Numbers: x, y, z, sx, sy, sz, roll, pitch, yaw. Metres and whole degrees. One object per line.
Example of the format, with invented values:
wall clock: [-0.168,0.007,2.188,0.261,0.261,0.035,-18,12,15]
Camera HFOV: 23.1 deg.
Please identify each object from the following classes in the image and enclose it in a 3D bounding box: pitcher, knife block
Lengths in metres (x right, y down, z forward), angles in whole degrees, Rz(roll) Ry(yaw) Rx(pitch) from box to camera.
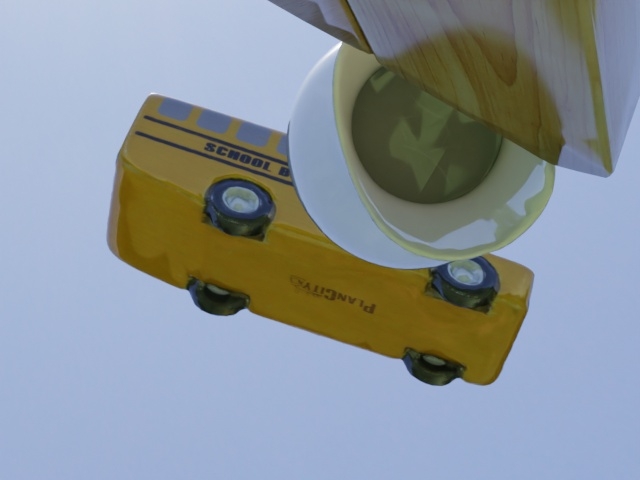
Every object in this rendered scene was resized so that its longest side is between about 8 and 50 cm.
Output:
pitcher: [0.037,-0.073,0.757,0.125,0.207,0.178,-21,-91,-1]
knife block: [0.071,-0.121,0.507,0.275,0.242,0.088,27,-103,-26]

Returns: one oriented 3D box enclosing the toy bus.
toy bus: [0.000,0.000,1.235,0.332,0.130,0.108,18,-47,2]
